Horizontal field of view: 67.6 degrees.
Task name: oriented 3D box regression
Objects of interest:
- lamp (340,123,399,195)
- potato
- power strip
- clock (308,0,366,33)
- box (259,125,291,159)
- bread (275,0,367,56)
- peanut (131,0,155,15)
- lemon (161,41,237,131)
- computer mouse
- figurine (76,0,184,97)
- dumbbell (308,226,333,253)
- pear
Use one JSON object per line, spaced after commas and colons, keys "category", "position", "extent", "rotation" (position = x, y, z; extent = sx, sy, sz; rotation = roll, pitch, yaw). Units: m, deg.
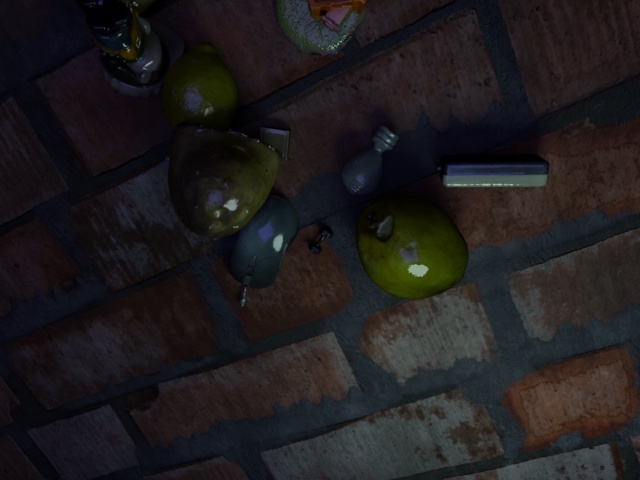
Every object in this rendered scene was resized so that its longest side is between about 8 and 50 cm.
{"category": "lamp", "position": [0.129, -0.203, 1.234], "extent": [0.106, 0.106, 0.193], "rotation": [33, 102, -5]}
{"category": "potato", "position": [-0.259, -0.119, 1.171], "extent": [0.301, 0.289, 0.237], "rotation": [11, 73, -1]}
{"category": "power strip", "position": [0.422, -0.175, 1.196], "extent": [0.257, 0.105, 0.070], "rotation": [2, 110, 8]}
{"category": "clock", "position": [0.049, -0.615, 1.058], "extent": [0.220, 0.106, 0.255], "rotation": [37, 100, -6]}
{"category": "box", "position": [-0.122, -0.259, 1.277], "extent": [0.079, 0.035, 0.083], "rotation": [10, 112, 4]}
{"category": "bread", "position": [0.000, -0.565, 1.147], "extent": [0.228, 0.033, 0.228], "rotation": [2, 109, 6]}
{"category": "peanut", "position": [-0.439, -0.612, 1.164], "extent": [0.214, 0.099, 0.099], "rotation": [-30, 104, 24]}
{"category": "lemon", "position": [-0.296, -0.360, 1.184], "extent": [0.184, 0.184, 0.248], "rotation": [15, 115, 2]}
{"category": "computer mouse", "position": [-0.180, 0.047, 1.373], "extent": [0.167, 0.090, 0.379], "rotation": [21, 113, 1]}
{"category": "figurine", "position": [-0.458, -0.451, 1.099], "extent": [0.204, 0.332, 0.185], "rotation": [-25, 88, 10]}
{"category": "dumbbell", "position": [0.000, 0.000, 1.356], "extent": [0.036, 0.040, 0.083], "rotation": [21, 116, -33]}
{"category": "pear", "position": [0.230, 0.021, 1.224], "extent": [0.321, 0.269, 0.269], "rotation": [30, 113, -23]}
